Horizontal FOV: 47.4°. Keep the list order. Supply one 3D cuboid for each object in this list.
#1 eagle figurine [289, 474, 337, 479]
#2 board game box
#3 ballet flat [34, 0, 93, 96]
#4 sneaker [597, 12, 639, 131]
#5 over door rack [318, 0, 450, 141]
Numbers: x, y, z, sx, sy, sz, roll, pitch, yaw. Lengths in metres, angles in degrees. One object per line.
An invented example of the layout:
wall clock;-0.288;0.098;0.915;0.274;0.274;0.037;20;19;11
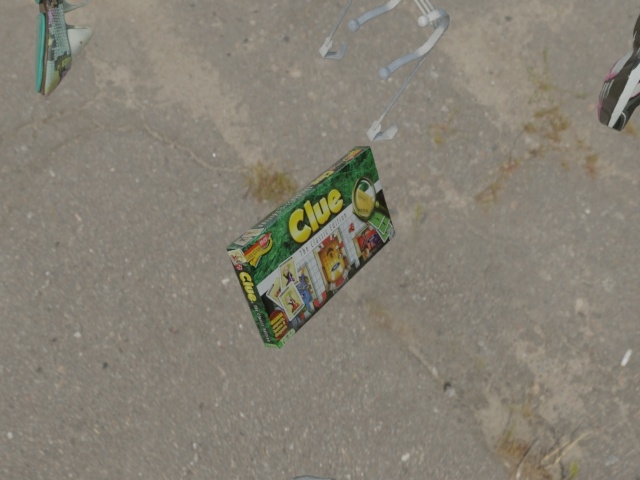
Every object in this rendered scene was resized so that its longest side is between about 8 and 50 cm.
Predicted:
eagle figurine;-0.089;0.320;0.590;0.298;0.225;0.226;-31;46;16
board game box;0.000;0.000;0.884;0.030;0.136;0.259;1;32;41
ballet flat;-0.340;-0.301;0.952;0.079;0.222;0.077;-8;15;-28
sneaker;0.411;-0.210;0.898;0.077;0.178;0.072;18;32;-3
over door rack;0.084;-0.351;1.282;0.108;0.324;0.239;-17;66;-23
